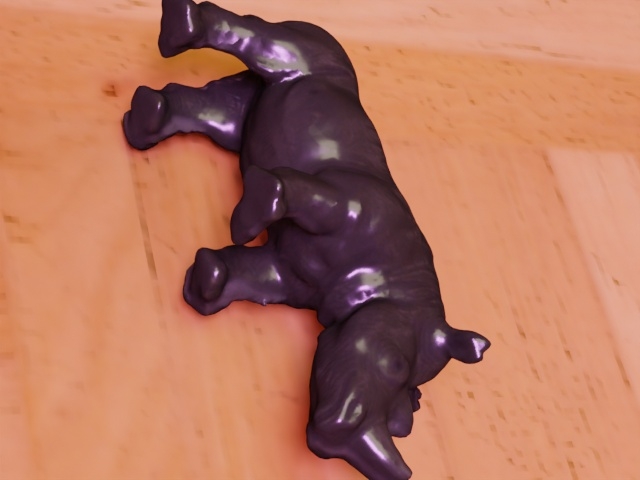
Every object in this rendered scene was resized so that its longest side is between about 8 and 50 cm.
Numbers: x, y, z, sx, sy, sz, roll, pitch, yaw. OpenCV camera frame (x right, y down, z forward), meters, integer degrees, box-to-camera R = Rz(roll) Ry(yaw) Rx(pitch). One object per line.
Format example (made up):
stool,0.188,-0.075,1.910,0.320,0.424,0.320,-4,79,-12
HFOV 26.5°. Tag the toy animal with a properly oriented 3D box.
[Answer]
toy animal,0.000,0.000,0.339,0.065,0.047,0.135,3,52,-37
